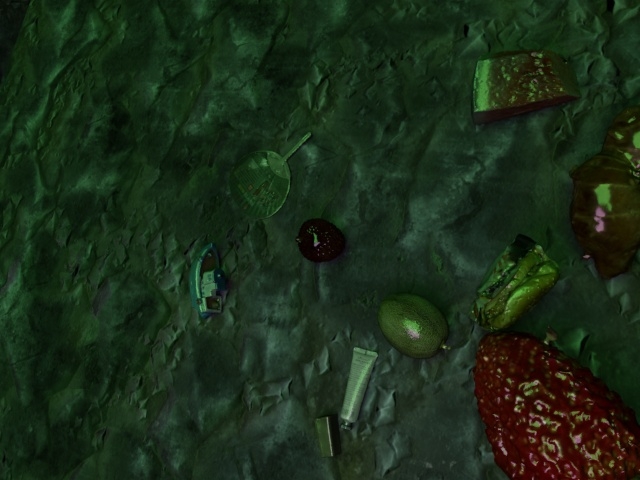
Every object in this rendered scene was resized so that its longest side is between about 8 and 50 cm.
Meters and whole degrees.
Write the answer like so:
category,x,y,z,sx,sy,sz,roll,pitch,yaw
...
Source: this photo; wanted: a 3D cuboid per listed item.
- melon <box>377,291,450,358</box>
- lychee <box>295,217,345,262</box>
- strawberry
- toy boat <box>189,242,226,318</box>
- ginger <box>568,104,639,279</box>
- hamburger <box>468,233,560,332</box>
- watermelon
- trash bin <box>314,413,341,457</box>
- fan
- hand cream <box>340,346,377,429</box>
category,x,y,z,sx,sy,sz,roll,pitch,yaw
melon,0.219,0.200,1.183,0.192,0.139,0.139,33,91,30
lychee,0.000,0.004,1.344,0.129,0.123,0.123,26,88,-10
strawberry,0.442,0.319,0.972,0.292,0.292,0.343,-28,73,15
toy boat,-0.310,0.112,1.462,0.102,0.088,0.215,-13,74,30
ginger,0.666,-0.093,1.066,0.274,0.152,0.357,35,93,7
hamburger,0.408,0.101,1.079,0.125,0.235,0.214,37,89,17
watermelon,0.501,-0.390,1.238,0.256,0.140,0.193,3,86,16
trash bin,0.018,0.477,1.243,0.043,0.061,0.092,-13,74,20
fan,-0.144,-0.179,1.509,0.294,0.012,0.223,-15,71,21
hand cream,0.089,0.366,1.256,0.067,0.042,0.194,9,75,33
